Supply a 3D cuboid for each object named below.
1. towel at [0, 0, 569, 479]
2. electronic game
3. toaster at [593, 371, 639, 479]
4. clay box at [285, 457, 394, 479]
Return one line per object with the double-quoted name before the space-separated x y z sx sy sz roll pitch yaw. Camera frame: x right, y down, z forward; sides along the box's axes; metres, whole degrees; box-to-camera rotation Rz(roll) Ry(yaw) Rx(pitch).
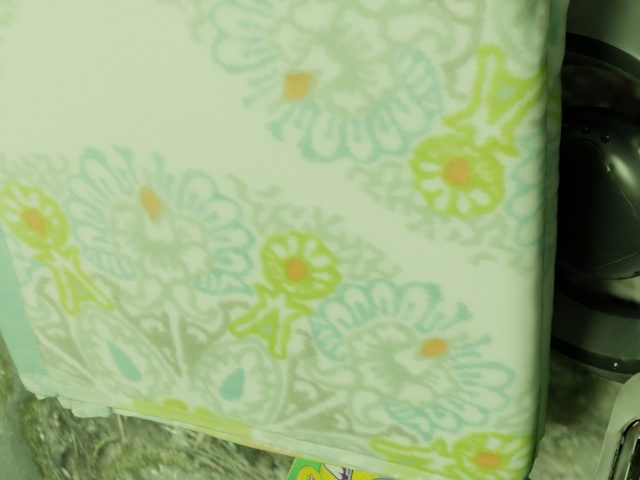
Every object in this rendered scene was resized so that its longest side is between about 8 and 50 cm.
"towel" -0.039 -0.036 0.599 0.320 0.090 0.375 8 130 18
"electronic game" 0.140 -0.024 0.590 0.229 0.048 0.229 30 138 32
"toaster" 0.212 0.142 0.520 0.110 0.186 0.168 33 158 -30
"clay box" 0.060 0.171 0.772 0.222 0.053 0.127 39 133 19
